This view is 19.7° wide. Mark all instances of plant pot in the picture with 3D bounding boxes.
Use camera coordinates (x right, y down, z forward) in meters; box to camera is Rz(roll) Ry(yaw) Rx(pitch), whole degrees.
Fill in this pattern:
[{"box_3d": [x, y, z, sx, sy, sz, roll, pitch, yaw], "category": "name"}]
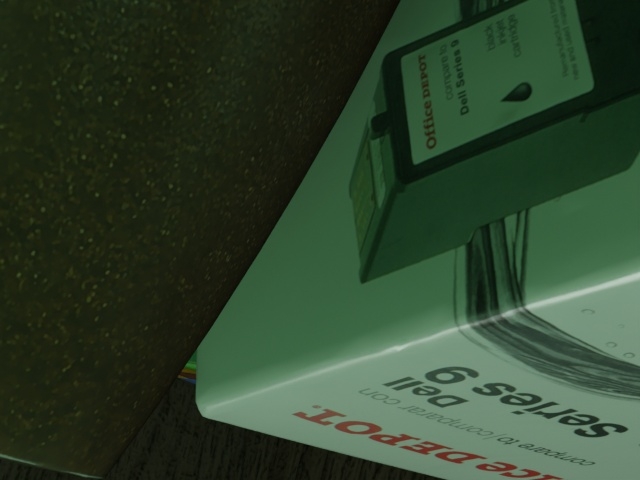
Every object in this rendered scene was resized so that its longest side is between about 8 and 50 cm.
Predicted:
[{"box_3d": [-0.075, -0.066, 0.457, 0.215, 0.230, 0.215, 15, 172, 2], "category": "plant pot"}]

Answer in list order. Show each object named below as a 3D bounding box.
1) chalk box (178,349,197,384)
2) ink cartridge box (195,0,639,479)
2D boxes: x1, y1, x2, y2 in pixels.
[{"box_3d": [0.000, 0.000, 0.981, 0.180, 0.179, 0.289, 9, 171, 34], "category": "chalk box"}, {"box_3d": [0.132, -0.011, 0.549, 0.211, 0.122, 0.289, 20, 150, -41], "category": "ink cartridge box"}]
